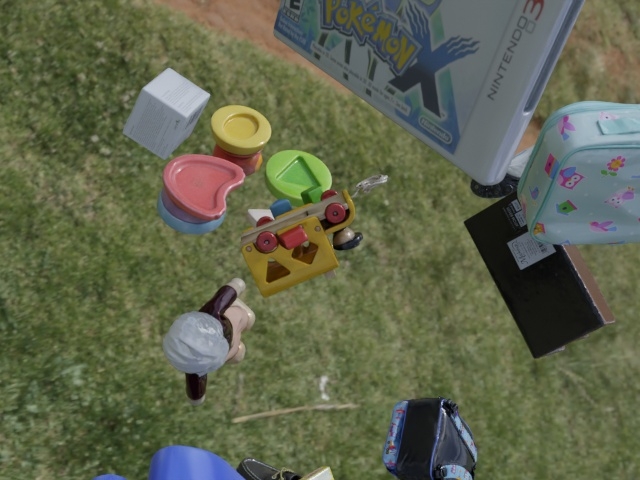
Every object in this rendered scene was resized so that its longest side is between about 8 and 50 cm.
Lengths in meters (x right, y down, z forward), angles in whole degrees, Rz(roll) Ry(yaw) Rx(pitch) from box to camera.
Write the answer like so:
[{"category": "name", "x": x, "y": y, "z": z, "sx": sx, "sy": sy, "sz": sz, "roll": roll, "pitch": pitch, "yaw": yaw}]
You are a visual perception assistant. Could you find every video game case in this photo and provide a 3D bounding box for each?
[{"category": "video game case", "x": 0.099, "y": -0.262, "z": 0.831, "sx": 0.036, "sy": 0.300, "sz": 0.329, "roll": -14, "pitch": 44, "yaw": -42}]

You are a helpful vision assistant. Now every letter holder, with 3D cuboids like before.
[{"category": "letter holder", "x": 0.449, "y": 0.061, "z": 1.747, "sx": 0.214, "sy": 0.152, "sz": 0.301, "roll": 4, "pitch": 57, "yaw": -60}]

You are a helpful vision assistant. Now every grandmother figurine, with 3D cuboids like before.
[{"category": "grandmother figurine", "x": -0.174, "y": 0.156, "z": 1.370, "sx": 0.342, "sy": 0.104, "sz": 0.207, "roll": 61, "pitch": 36, "yaw": -84}]

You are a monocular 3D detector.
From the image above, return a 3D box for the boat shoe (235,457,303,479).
[{"category": "boat shoe", "x": -0.050, "y": 0.435, "z": 1.525, "sx": 0.081, "sy": 0.228, "sz": 0.068, "roll": -14, "pitch": 127, "yaw": -58}]

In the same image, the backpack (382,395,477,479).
[{"category": "backpack", "x": 0.198, "y": 0.368, "z": 1.510, "sx": 0.173, "sy": 0.117, "sz": 0.158, "roll": 50, "pitch": 45, "yaw": -43}]

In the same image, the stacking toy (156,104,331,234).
[{"category": "stacking toy", "x": -0.148, "y": -0.091, "z": 1.700, "sx": 0.279, "sy": 0.130, "sz": 0.309, "roll": 31, "pitch": 48, "yaw": 8}]

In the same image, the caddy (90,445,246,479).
[{"category": "caddy", "x": -0.195, "y": 0.450, "z": 1.244, "sx": 0.341, "sy": 0.241, "sz": 0.179, "roll": 55, "pitch": 16, "yaw": -40}]

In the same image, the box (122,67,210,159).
[{"category": "box", "x": -0.254, "y": -0.209, "z": 1.450, "sx": 0.087, "sy": 0.102, "sz": 0.101, "roll": 34, "pitch": 35, "yaw": -3}]

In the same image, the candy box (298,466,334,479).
[{"category": "candy box", "x": 0.004, "y": 0.445, "z": 1.271, "sx": 0.105, "sy": 0.027, "sz": 0.205, "roll": -19, "pitch": 91, "yaw": -39}]

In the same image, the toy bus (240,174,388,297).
[{"category": "toy bus", "x": -0.011, "y": 0.003, "z": 1.215, "sx": 0.191, "sy": 0.202, "sz": 0.104, "roll": -37, "pitch": 111, "yaw": -40}]

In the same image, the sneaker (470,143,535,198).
[{"category": "sneaker", "x": 0.456, "y": -0.158, "z": 2.006, "sx": 0.086, "sy": 0.237, "sz": 0.085, "roll": 16, "pitch": 50, "yaw": -80}]

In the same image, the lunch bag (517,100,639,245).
[{"category": "lunch bag", "x": 0.441, "y": -0.100, "z": 1.268, "sx": 0.279, "sy": 0.224, "sz": 0.108, "roll": -2, "pitch": 48, "yaw": -9}]
